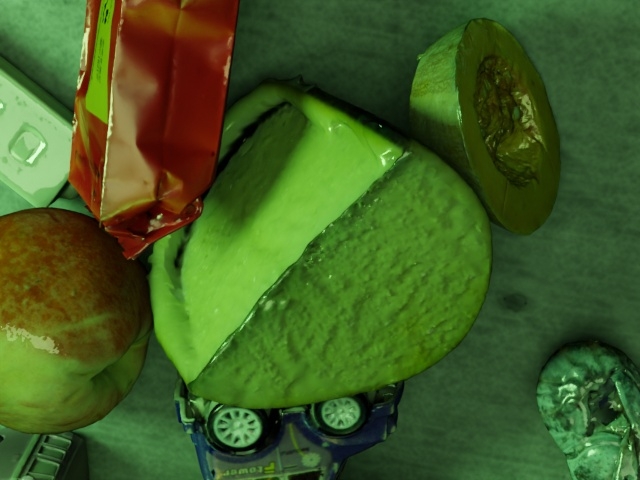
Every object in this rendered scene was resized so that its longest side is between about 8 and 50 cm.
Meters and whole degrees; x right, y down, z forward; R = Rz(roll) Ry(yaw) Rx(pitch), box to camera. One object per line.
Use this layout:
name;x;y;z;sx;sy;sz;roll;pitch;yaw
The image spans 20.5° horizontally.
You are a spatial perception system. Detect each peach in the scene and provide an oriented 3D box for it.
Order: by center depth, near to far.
peach;-0.303;0.077;1.794;0.256;0.232;0.232;24;104;14

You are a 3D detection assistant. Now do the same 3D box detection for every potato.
potato;0.000;0.000;1.756;0.212;0.280;0.330;31;107;-36

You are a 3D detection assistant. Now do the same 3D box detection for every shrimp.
shrimp;0.347;0.269;1.813;0.137;0.172;0.372;-38;91;6

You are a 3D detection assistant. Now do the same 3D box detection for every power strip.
power strip;-0.357;-0.150;1.823;0.338;0.058;0.098;38;103;-5

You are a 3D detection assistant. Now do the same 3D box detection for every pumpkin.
pumpkin;0.146;-0.110;1.737;0.110;0.217;0.217;-6;105;34

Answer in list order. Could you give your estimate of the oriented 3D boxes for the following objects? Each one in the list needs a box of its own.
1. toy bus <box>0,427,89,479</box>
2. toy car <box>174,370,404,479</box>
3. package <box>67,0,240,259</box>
toy bus;-0.322;0.284;1.850;0.142;0.202;0.142;4;104;1
toy car;-0.027;0.178;1.832;0.235;0.172;0.158;-5;119;3
package;-0.159;-0.206;1.691;0.123;0.196;0.424;1;104;-21
